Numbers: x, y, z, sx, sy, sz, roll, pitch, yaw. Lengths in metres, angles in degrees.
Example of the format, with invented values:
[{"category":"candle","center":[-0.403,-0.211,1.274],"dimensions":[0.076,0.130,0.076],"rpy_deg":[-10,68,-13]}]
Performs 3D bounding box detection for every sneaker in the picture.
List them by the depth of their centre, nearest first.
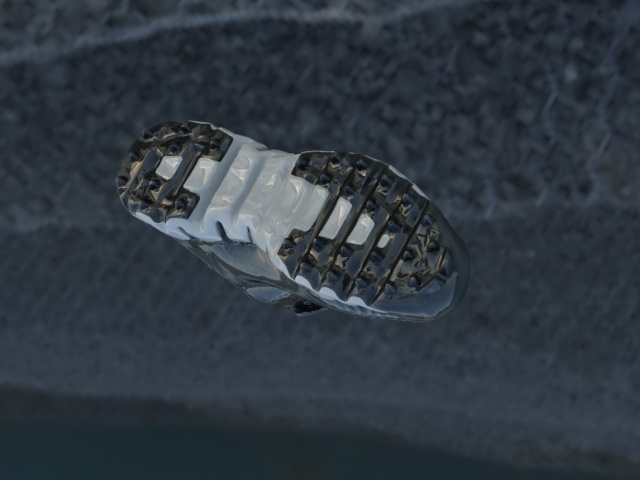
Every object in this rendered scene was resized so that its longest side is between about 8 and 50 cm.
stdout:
[{"category":"sneaker","center":[0.000,0.000,1.052],"dimensions":[0.234,0.078,0.106],"rpy_deg":[19,164,41]}]
